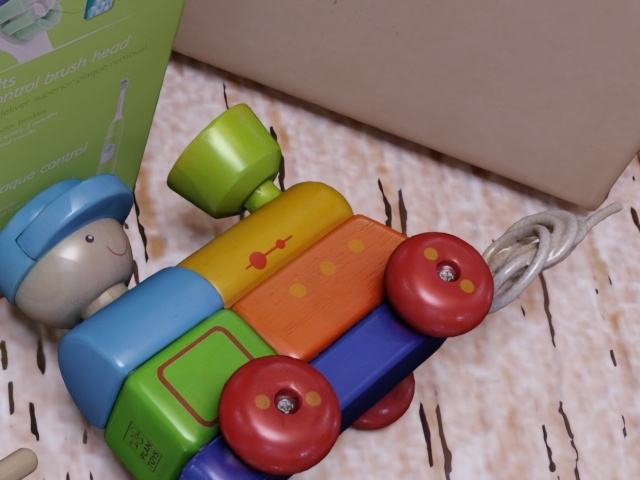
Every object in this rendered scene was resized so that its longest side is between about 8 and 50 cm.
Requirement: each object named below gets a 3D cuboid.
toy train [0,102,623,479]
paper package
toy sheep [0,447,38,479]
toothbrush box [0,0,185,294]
[{"bbox_3d":[0.000,0.000,0.555,0.143,0.105,0.248,46,55,11],"label":"toy train"},{"bbox_3d":[0.047,-0.203,0.585,0.325,0.309,0.168,21,51,-5],"label":"paper package"},{"bbox_3d":[-0.148,0.091,0.461,0.132,0.091,0.091,25,50,22],"label":"toy sheep"},{"bbox_3d":[-0.154,-0.126,0.482,0.122,0.283,0.206,-30,72,-33],"label":"toothbrush box"}]
